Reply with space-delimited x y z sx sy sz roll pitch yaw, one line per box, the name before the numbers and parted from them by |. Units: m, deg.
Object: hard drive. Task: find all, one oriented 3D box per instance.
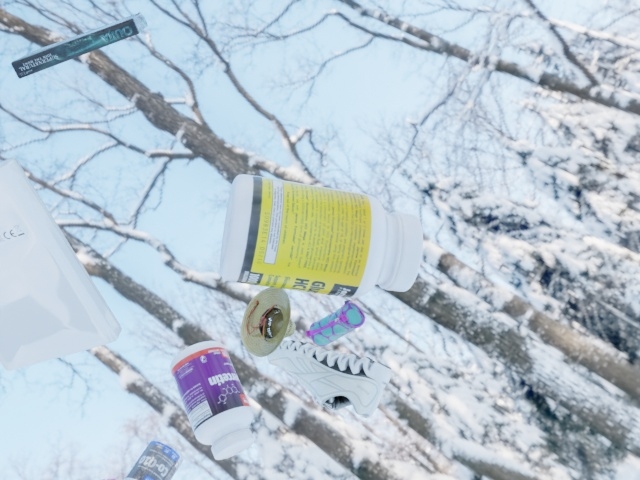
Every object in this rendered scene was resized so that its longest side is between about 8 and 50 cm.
hard drive | -0.456 0.047 0.996 0.040 0.202 0.308 -87 -22 -59

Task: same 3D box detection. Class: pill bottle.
pill bottle | -0.315 0.474 2.017 0.181 0.323 0.182 -24 -26 -12
pill bottle | 0.000 0.000 1.193 0.188 0.333 0.188 -172 90 -79
pill bottle | -0.335 0.464 1.322 0.078 0.078 0.137 95 -160 -44

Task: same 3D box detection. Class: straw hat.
straw hat | -0.082 0.158 1.276 0.061 0.144 0.145 25 -82 -39

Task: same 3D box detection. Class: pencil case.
pencil case | 0.034 0.191 1.543 0.070 0.065 0.151 0 -24 -35

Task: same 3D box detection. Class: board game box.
board game box | -0.356 -0.296 1.017 0.186 0.126 0.026 -20 -66 1

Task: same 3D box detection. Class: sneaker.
sneaker | 0.000 0.278 1.385 0.110 0.292 0.119 33 -110 -51

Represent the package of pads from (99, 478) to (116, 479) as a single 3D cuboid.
package of pads | -0.293 0.377 0.933 0.031 0.083 0.050 -2 -40 -28
